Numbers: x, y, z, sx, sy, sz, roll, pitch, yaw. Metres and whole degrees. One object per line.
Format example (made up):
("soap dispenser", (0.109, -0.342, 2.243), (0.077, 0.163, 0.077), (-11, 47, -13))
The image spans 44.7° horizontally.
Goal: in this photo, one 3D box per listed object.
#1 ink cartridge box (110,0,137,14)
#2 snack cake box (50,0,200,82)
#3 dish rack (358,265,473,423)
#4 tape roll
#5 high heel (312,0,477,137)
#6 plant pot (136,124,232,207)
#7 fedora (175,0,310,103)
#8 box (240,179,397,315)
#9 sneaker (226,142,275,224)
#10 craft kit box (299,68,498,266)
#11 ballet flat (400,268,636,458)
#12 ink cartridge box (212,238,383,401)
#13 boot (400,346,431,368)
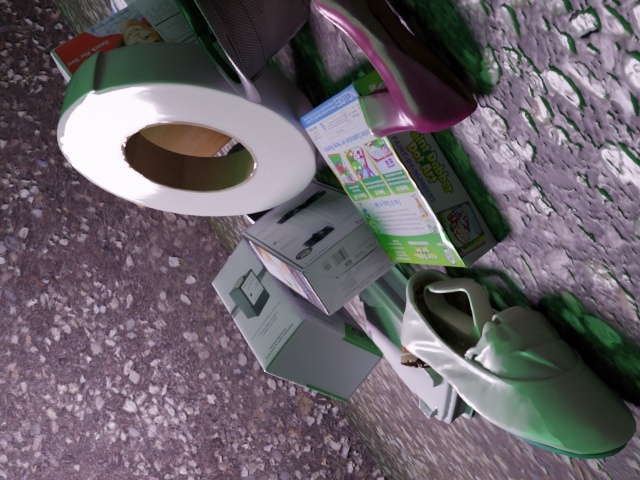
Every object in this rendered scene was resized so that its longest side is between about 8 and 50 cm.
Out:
("ink cartridge box", (-0.358, -0.462, 1.577), (0.139, 0.082, 0.191), (55, 169, 0))
("snack cake box", (-0.283, -0.305, 1.279), (0.152, 0.264, 0.089), (50, 167, 23))
("dish rack", (0.161, 0.191, 1.380), (0.285, 0.072, 0.333), (48, 167, 25))
("tape roll", (-0.196, -0.152, 1.183), (0.392, 0.392, 0.072), (84, -173, -65))
("high heel", (0.064, -0.216, 0.738), (0.117, 0.082, 0.244), (-9, 105, 41))
("plant pot", (-0.355, -0.205, 1.689), (0.237, 0.254, 0.237), (37, 175, 4))
("fedora", (-0.094, -0.285, 0.887), (0.243, 0.124, 0.275), (57, 176, 2))
("box", (0.000, 0.000, 1.259), (0.087, 0.169, 0.290), (58, 166, -24))
("sneaker", (-0.072, -0.042, 1.505), (0.330, 0.122, 0.146), (53, 170, -2))
("craft kit box", (0.087, -0.082, 0.985), (0.246, 0.061, 0.250), (60, 167, -8))
("ballet flat", (0.208, 0.126, 0.948), (0.139, 0.139, 0.400), (60, 167, -22))
("ink cartridge box", (-0.048, 0.142, 1.444), (0.211, 0.121, 0.289), (29, -168, -37))
("boot", (0.186, 0.144, 1.169), (0.059, 0.084, 0.158), (25, 155, -38))
